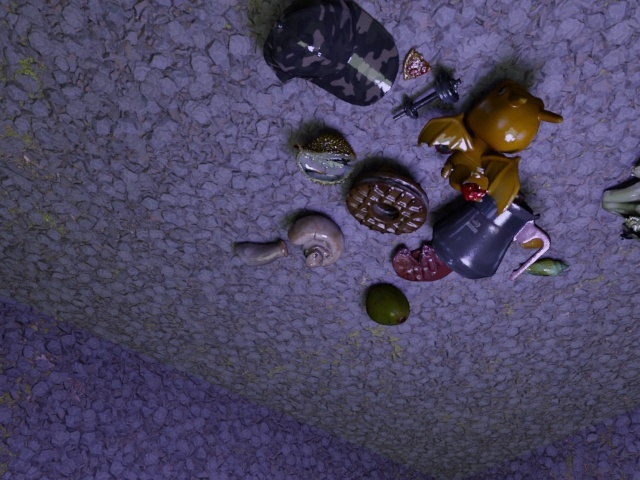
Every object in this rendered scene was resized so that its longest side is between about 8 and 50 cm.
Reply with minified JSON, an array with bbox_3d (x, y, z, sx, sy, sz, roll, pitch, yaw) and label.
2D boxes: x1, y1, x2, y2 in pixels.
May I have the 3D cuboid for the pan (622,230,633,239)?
[{"bbox_3d":[1.306,-0.044,1.883,0.115,0.023,0.068,-25,123,27],"label":"pan"}]

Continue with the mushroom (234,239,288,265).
[{"bbox_3d":[-0.263,0.060,2.063,0.246,0.108,0.096,-6,170,13],"label":"mushroom"}]

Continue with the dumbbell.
[{"bbox_3d":[0.359,-0.476,1.556,0.254,0.110,0.110,-25,124,31],"label":"dumbbell"}]

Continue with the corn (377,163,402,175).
[{"bbox_3d":[0.306,-0.226,1.788,0.207,0.068,0.068,33,125,-21],"label":"corn"}]

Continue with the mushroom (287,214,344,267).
[{"bbox_3d":[0.000,0.000,1.924,0.253,0.195,0.189,35,121,-26],"label":"mushroom"}]

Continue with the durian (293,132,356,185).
[{"bbox_3d":[0.010,-0.319,1.690,0.237,0.138,0.193,25,131,-20],"label":"durian"}]

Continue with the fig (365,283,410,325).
[{"bbox_3d":[0.321,0.320,2.151,0.202,0.225,0.203,-8,118,-15],"label":"fig"}]

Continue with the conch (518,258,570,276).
[{"bbox_3d":[0.993,0.126,2.023,0.200,0.080,0.095,-4,145,30],"label":"conch"}]

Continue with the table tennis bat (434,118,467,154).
[{"bbox_3d":[0.487,-0.380,1.678,0.098,0.019,0.155,25,131,-15],"label":"table tennis bat"}]

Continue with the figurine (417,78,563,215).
[{"bbox_3d":[0.574,-0.308,1.512,0.268,0.401,0.387,1,134,-40],"label":"figurine"}]

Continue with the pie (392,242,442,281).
[{"bbox_3d":[0.428,0.097,2.027,0.218,0.054,0.204,2,127,6],"label":"pie"}]

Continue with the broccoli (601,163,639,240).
[{"bbox_3d":[1.201,-0.129,1.682,0.280,0.293,0.348,8,131,51],"label":"broccoli"}]

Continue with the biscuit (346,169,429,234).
[{"bbox_3d":[0.259,-0.142,1.784,0.331,0.103,0.332,14,149,9],"label":"biscuit"}]

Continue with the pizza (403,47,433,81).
[{"bbox_3d":[0.312,-0.584,1.511,0.100,0.029,0.099,-15,126,17],"label":"pizza"}]

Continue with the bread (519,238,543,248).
[{"bbox_3d":[0.909,-0.001,1.954,0.110,0.024,0.110,2,130,2],"label":"bread"}]

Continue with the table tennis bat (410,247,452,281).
[{"bbox_3d":[0.530,0.115,2.076,0.310,0.038,0.200,3,130,3],"label":"table tennis bat"}]

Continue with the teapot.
[{"bbox_3d":[0.660,-0.031,1.760,0.376,0.305,0.362,43,120,14],"label":"teapot"}]

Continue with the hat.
[{"bbox_3d":[0.048,-0.574,1.441,0.381,0.257,0.366,38,128,-1],"label":"hat"}]
